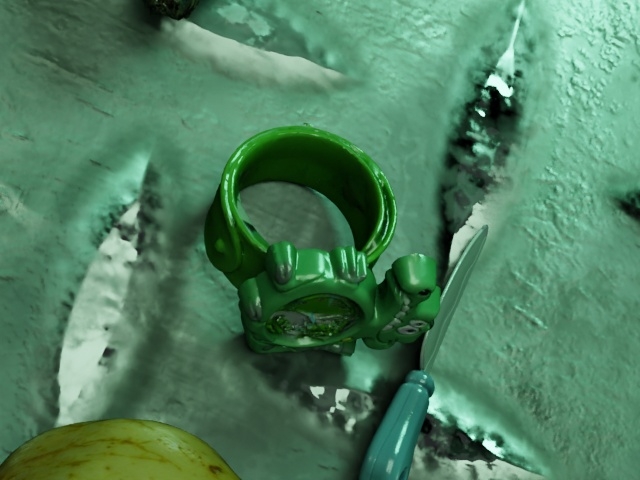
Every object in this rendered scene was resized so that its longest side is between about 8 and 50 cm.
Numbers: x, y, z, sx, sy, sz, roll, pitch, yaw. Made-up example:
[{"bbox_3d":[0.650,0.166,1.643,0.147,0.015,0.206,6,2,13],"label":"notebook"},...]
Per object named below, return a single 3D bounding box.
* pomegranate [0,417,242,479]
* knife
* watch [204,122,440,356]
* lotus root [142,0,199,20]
[{"bbox_3d":[-0.129,0.233,0.875,0.248,0.248,0.248,5,75,-19],"label":"pomegranate"},{"bbox_3d":[0.084,0.084,1.077,0.032,0.058,0.244,14,67,23],"label":"knife"},{"bbox_3d":[0.000,0.000,1.047,0.165,0.131,0.152,-1,59,-16],"label":"watch"},{"bbox_3d":[-0.086,-0.254,1.069,0.120,0.120,0.210,27,69,-12],"label":"lotus root"}]
